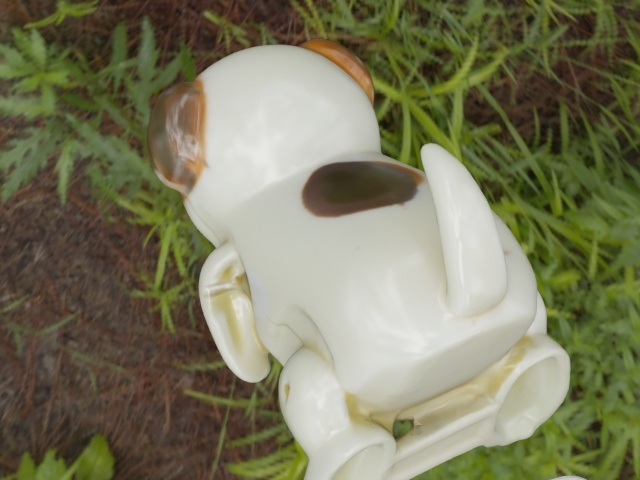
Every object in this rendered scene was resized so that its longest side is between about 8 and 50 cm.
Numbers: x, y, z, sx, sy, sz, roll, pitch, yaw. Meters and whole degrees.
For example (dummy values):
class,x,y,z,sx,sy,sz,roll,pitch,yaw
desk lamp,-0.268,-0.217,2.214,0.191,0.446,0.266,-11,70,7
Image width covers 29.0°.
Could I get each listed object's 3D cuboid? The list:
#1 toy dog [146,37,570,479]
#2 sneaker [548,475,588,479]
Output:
class,x,y,z,sx,sy,sz,roll,pitch,yaw
toy dog,0.000,0.000,1.125,0.284,0.408,0.395,-28,148,-13
sneaker,0.189,0.360,1.166,0.152,0.114,0.305,23,97,-41
